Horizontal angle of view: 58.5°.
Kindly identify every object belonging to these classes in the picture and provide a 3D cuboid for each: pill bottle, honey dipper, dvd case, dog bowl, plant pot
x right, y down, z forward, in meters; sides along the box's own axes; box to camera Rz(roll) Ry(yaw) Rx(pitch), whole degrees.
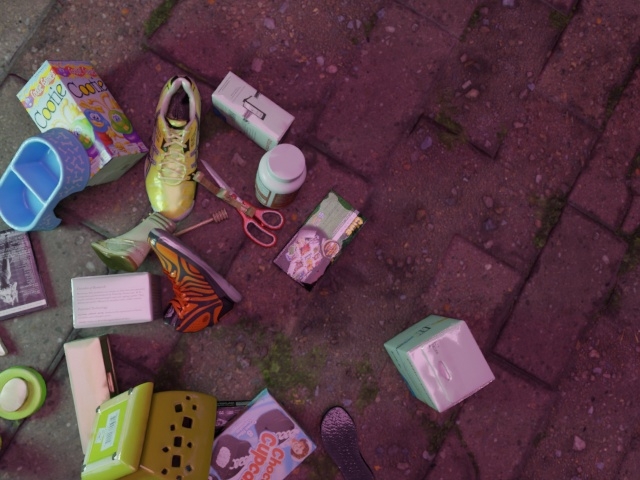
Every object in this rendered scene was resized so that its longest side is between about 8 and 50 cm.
[{"bbox_3d":[-0.101,-0.165,1.460,0.121,0.216,0.121,3,77,-11],"label":"pill bottle"},{"bbox_3d":[-0.324,-0.042,1.522,0.161,0.030,0.030,-23,89,-7],"label":"honey dipper"},{"bbox_3d":[-0.802,0.087,1.451,0.164,0.018,0.221,-16,87,-10],"label":"dvd case"},{"bbox_3d":[-0.678,-0.137,1.380,0.166,0.074,0.297,47,116,2],"label":"dog bowl"},{"bbox_3d":[-0.393,0.458,1.297,0.207,0.227,0.228,34,41,-35],"label":"plant pot"}]

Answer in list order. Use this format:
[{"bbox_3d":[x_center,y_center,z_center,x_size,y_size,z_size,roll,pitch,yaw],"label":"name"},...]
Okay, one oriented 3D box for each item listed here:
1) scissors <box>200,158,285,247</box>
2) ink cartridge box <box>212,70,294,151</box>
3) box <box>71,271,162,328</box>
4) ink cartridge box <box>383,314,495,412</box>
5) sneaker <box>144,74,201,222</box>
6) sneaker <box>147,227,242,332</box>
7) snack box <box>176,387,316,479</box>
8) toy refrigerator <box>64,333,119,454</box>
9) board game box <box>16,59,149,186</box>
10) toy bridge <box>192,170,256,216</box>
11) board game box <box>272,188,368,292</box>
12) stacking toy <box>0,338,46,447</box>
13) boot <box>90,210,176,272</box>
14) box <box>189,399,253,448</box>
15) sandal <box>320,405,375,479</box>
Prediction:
[{"bbox_3d":[-0.228,-0.096,1.543,0.297,0.021,0.109,35,82,-5],"label":"scissors"},{"bbox_3d":[-0.178,-0.329,1.503,0.203,0.148,0.086,35,80,-5],"label":"ink cartridge box"},{"bbox_3d":[-0.493,0.146,1.406,0.182,0.181,0.119,-4,85,-8],"label":"box"},{"bbox_3d":[0.300,0.309,1.479,0.168,0.233,0.171,-29,91,-9],"label":"ink cartridge box"},{"bbox_3d":[-0.383,-0.239,1.469,0.145,0.147,0.384,1,88,-10],"label":"sneaker"},{"bbox_3d":[-0.340,0.120,1.400,0.180,0.124,0.321,-47,128,-9],"label":"sneaker"},{"bbox_3d":[-0.190,0.543,1.402,0.322,0.060,0.187,-42,94,-7],"label":"snack box"},{"bbox_3d":[-0.553,0.375,1.422,0.094,0.102,0.269,-11,87,-9],"label":"toy refrigerator"},{"bbox_3d":[-0.586,-0.290,1.420,0.144,0.142,0.275,-34,90,26],"label":"board game box"},{"bbox_3d":[-0.256,-0.123,1.496,0.188,0.063,0.026,35,81,-25],"label":"toy bridge"},{"bbox_3d":[0.000,0.000,1.565,0.136,0.030,0.259,40,82,-1],"label":"board game box"},{"bbox_3d":[-0.845,0.378,1.367,0.279,0.130,0.309,-39,92,-9],"label":"stacking toy"},{"bbox_3d":[-0.472,-0.003,1.446,0.165,0.213,0.077,-50,128,-29],"label":"boot"},{"bbox_3d":[-0.243,0.493,1.468,0.180,0.077,0.147,0,86,-8],"label":"box"},{"bbox_3d":[0.066,0.558,1.526,0.097,0.054,0.254,-20,98,-2],"label":"sandal"}]
